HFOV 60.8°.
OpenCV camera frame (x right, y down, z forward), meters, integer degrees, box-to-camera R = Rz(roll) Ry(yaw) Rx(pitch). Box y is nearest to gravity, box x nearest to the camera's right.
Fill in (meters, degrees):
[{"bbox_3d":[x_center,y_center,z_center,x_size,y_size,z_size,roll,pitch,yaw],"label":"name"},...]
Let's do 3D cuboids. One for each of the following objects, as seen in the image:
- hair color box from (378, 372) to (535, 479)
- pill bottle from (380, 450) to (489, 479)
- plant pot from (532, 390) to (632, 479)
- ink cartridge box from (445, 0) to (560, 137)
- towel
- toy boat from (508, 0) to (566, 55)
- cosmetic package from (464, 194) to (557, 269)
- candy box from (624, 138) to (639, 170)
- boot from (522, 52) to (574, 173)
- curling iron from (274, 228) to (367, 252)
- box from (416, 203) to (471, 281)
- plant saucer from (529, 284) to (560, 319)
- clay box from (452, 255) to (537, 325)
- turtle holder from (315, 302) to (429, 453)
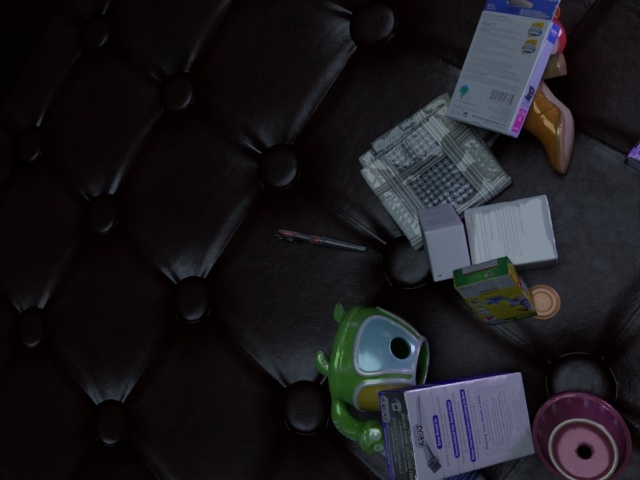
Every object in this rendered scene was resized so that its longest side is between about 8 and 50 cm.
[{"bbox_3d":[0.303,0.403,1.203,0.110,0.338,0.185,-25,68,58],"label":"hair color box"},{"bbox_3d":[0.266,0.543,1.290,0.264,0.153,0.153,42,100,23],"label":"pill bottle"},{"bbox_3d":[0.556,0.430,1.165,0.201,0.180,0.201,-4,80,23],"label":"plant pot"},{"bbox_3d":[0.434,-0.418,1.292,0.185,0.065,0.311,31,113,40],"label":"ink cartridge box"},{"bbox_3d":[0.288,-0.189,1.443,0.312,0.056,0.324,-36,69,15],"label":"towel"},{"bbox_3d":[0.531,-0.549,1.361,0.151,0.151,0.231,-25,71,-12],"label":"toy boat"},{"bbox_3d":[0.452,-0.005,1.291,0.183,0.151,0.152,-11,78,21],"label":"cosmetic package"},{"bbox_3d":[0.816,-0.199,1.204,0.196,0.070,0.165,37,97,24],"label":"candy box"},{"bbox_3d":[0.502,-0.304,1.355,0.211,0.104,0.295,-2,99,42],"label":"boot"},{"bbox_3d":[0.000,0.000,1.544,0.274,0.068,0.035,8,84,19],"label":"curling iron"},{"bbox_3d":[0.296,0.001,1.319,0.091,0.170,0.130,-13,109,8],"label":"box"},{"bbox_3d":[0.531,0.148,1.309,0.083,0.013,0.084,-3,82,24],"label":"plant saucer"},{"bbox_3d":[0.409,0.124,1.266,0.127,0.222,0.053,-18,50,28],"label":"clay box"},{"bbox_3d":[0.126,0.307,1.309,0.227,0.320,0.243,4,122,25],"label":"turtle holder"}]
